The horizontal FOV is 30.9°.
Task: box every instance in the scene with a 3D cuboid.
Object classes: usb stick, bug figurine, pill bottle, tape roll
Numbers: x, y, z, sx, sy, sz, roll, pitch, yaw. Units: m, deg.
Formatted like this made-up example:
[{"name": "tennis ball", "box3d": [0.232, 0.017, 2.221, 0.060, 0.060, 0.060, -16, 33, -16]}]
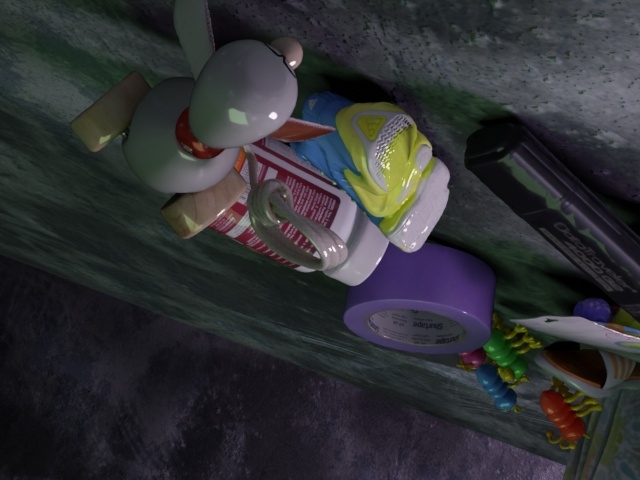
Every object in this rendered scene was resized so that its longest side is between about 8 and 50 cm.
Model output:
[{"name": "usb stick", "box3d": [0.237, -0.006, 1.020, 0.278, 0.045, 0.077, 39, 154, -21]}, {"name": "bug figurine", "box3d": [0.271, 0.193, 1.661, 0.216, 0.072, 0.279, 50, 168, -16]}, {"name": "pill bottle", "box3d": [-0.037, -0.038, 1.293, 0.221, 0.121, 0.121, 27, 167, -20]}, {"name": "tape roll", "box3d": [0.127, 0.077, 1.482, 0.189, 0.080, 0.189, 9, 156, 4]}]

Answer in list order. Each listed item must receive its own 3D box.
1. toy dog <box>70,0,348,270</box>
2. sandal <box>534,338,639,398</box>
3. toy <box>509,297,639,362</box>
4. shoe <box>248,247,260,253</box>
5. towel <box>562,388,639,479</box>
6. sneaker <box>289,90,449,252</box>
[{"name": "toy dog", "box3d": [-0.078, -0.114, 0.993, 0.333, 0.161, 0.220, 12, 144, 51]}, {"name": "sandal", "box3d": [0.369, 0.146, 1.521, 0.102, 0.076, 0.265, 33, -164, 32]}, {"name": "toy", "box3d": [0.361, 0.105, 1.369, 0.237, 0.056, 0.137, 22, 165, -22]}, {"name": "shoe", "box3d": [0.000, 0.000, 1.575, 0.219, 0.058, 0.076, 14, 146, 19]}, {"name": "towel", "box3d": [0.518, 0.378, 1.650, 0.374, 0.321, 0.090, 24, 162, -5]}, {"name": "sneaker", "box3d": [0.046, -0.076, 1.109, 0.126, 0.091, 0.240, 30, 165, 24]}]
